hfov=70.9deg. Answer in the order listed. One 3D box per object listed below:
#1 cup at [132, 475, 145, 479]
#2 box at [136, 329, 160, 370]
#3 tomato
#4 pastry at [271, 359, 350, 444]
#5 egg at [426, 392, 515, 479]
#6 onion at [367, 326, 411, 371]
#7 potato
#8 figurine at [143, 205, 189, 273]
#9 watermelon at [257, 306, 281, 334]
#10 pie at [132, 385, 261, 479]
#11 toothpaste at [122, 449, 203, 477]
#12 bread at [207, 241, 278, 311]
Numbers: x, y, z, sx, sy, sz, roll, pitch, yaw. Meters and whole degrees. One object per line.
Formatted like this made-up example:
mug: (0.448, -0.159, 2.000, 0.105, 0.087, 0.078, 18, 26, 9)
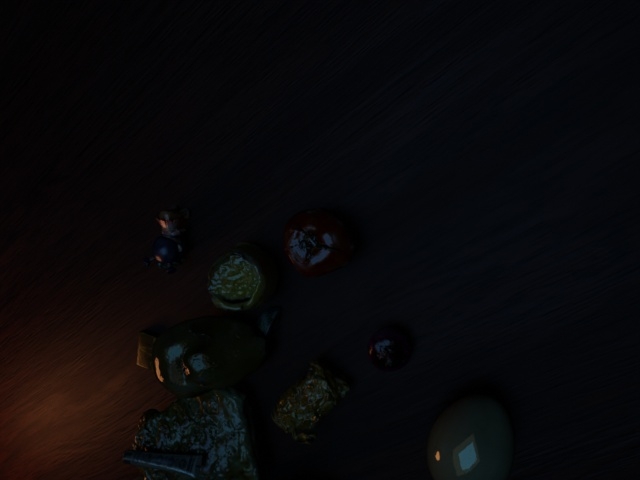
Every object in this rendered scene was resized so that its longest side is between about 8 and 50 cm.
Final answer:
cup: (-0.562, 0.922, 1.483, 0.347, 0.163, 0.348, 13, 116, 29)
box: (-0.519, 0.377, 1.481, 0.193, 0.030, 0.122, 12, 102, 20)
tomato: (0.000, 0.000, 1.145, 0.187, 0.151, 0.187, 4, 98, 28)
pastry: (-0.031, 0.455, 1.248, 0.154, 0.102, 0.250, 41, 109, 15)
egg: (0.351, 0.477, 1.046, 0.188, 0.188, 0.254, 24, 102, 18)
onion: (0.174, 0.279, 1.138, 0.115, 0.104, 0.115, 3, 112, 8)
potato: (-0.316, 0.327, 1.306, 0.350, 0.202, 0.218, -16, 78, 10)
figurine: (-0.463, -0.003, 1.364, 0.111, 0.102, 0.195, 9, 102, 24)
watermelon: (-0.139, 0.230, 1.299, 0.085, 0.085, 0.061, -20, 130, 24)
pie: (-0.357, 0.645, 1.374, 0.417, 0.180, 0.395, -26, 86, 18)
toothpaste: (-0.454, 0.634, 1.292, 0.238, 0.062, 0.039, 0, 141, 13)
bread: (-0.220, 0.103, 1.243, 0.197, 0.170, 0.197, 0, 92, 11)
